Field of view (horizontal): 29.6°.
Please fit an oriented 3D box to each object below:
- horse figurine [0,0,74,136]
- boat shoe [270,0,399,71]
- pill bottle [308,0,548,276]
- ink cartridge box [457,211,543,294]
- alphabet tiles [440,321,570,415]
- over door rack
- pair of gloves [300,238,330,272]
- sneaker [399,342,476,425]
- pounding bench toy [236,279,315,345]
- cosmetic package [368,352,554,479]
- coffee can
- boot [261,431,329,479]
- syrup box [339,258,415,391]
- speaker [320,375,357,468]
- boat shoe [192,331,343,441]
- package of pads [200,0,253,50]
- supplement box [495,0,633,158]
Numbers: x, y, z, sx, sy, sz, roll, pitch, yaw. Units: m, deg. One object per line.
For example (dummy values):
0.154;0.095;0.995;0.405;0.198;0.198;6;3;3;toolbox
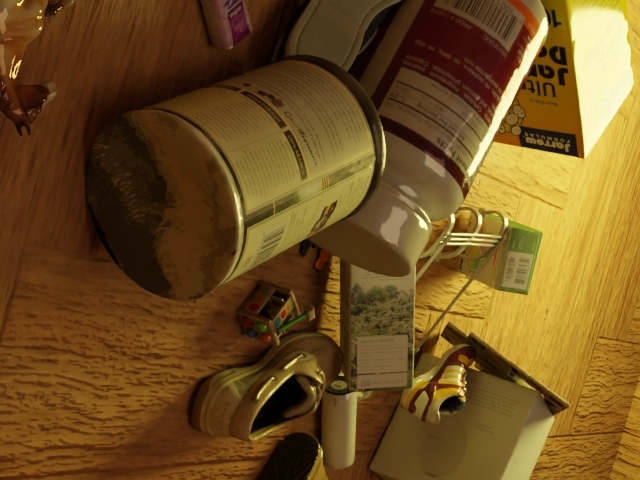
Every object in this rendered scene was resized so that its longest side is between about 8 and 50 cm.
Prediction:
-0.273;-0.245;1.049;0.174;0.066;0.263;-59;150;-34;horse figurine
0.028;-0.293;1.506;0.114;0.091;0.302;42;60;-9;boat shoe
0.121;-0.165;1.582;0.392;0.224;0.224;-61;148;-15;pill bottle
0.289;0.014;2.051;0.062;0.209;0.109;9;98;-21;ink cartridge box
0.306;0.220;2.057;0.009;0.237;0.198;-51;172;-11;alphabet tiles
0.150;0.083;1.900;0.239;0.108;0.324;2;117;-59;over door rack
0.000;0.000;1.682;0.074;0.010;0.083;-65;149;-13;pair of gloves
0.210;0.237;1.956;0.185;0.084;0.069;-34;145;-38;sneaker
-0.056;0.101;1.566;0.065;0.083;0.052;-54;145;-31;pounding bench toy
0.241;0.341;2.043;0.224;0.224;0.138;-63;148;-16;cosmetic package
-0.085;-0.076;1.309;0.275;0.201;0.201;-29;129;-50;coffee can
-0.031;0.440;1.779;0.236;0.089;0.269;-54;147;-29;boot
0.080;0.089;1.720;0.096;0.093;0.237;-116;-156;-72;syrup box
0.027;0.275;1.822;0.055;0.055;0.136;-33;132;-48;speaker
-0.044;0.201;1.620;0.302;0.098;0.109;-16;118;-56;boat shoe
-0.107;-0.259;1.351;0.050;0.032;0.083;-47;141;-34;package of pads
0.320;-0.326;1.771;0.195;0.194;0.356;-51;140;-32;supplement box
